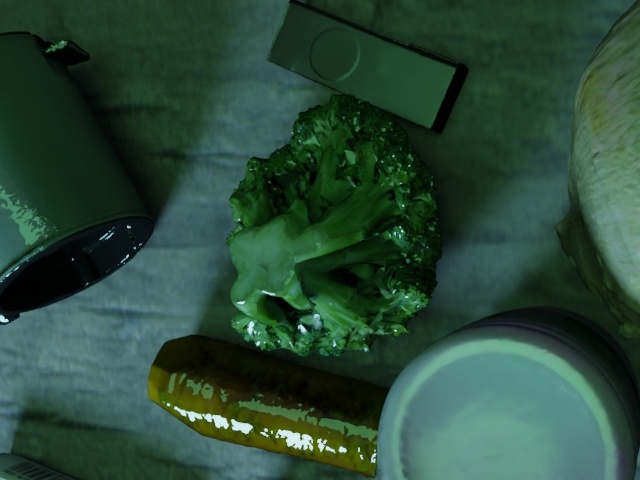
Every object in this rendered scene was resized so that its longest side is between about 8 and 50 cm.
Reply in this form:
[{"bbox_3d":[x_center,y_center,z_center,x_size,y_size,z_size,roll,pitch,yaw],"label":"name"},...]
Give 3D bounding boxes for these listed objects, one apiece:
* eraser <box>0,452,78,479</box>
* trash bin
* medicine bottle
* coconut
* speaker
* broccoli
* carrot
[{"bbox_3d":[-0.313,0.370,1.241,0.278,0.081,0.124,16,96,19],"label":"eraser"},{"bbox_3d":[-0.351,-0.077,1.184,0.277,0.217,0.263,-34,79,9],"label":"trash bin"},{"bbox_3d":[0.192,0.171,0.935,0.212,0.325,0.212,0,89,19],"label":"medicine bottle"},{"bbox_3d":[0.376,-0.053,0.843,0.404,0.404,0.405,0,90,20],"label":"coconut"},{"bbox_3d":[0.051,-0.200,1.132,0.218,0.044,0.082,26,98,18],"label":"speaker"},{"bbox_3d":[0.000,0.000,1.044,0.265,0.245,0.295,40,106,16],"label":"broccoli"},{"bbox_3d":[-0.050,0.187,1.136,0.301,0.114,0.114,13,94,17],"label":"carrot"}]
